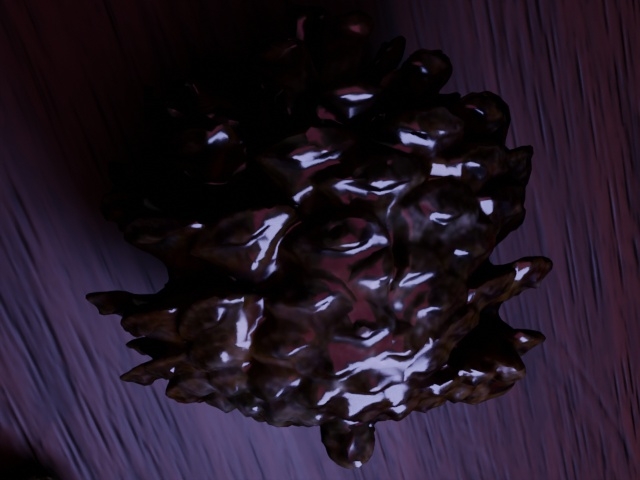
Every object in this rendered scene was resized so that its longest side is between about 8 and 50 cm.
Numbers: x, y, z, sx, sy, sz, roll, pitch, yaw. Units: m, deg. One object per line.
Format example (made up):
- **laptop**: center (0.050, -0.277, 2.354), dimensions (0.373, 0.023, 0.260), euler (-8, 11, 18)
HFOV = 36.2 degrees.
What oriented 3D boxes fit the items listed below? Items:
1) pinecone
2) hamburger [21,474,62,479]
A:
- **pinecone**: center (-0.002, -0.005, 0.637), dimensions (0.298, 0.242, 0.295), euler (0, 103, -20)
- **hamburger**: center (-0.257, 0.280, 0.740), dimensions (0.206, 0.130, 0.183), euler (-28, 122, -29)
